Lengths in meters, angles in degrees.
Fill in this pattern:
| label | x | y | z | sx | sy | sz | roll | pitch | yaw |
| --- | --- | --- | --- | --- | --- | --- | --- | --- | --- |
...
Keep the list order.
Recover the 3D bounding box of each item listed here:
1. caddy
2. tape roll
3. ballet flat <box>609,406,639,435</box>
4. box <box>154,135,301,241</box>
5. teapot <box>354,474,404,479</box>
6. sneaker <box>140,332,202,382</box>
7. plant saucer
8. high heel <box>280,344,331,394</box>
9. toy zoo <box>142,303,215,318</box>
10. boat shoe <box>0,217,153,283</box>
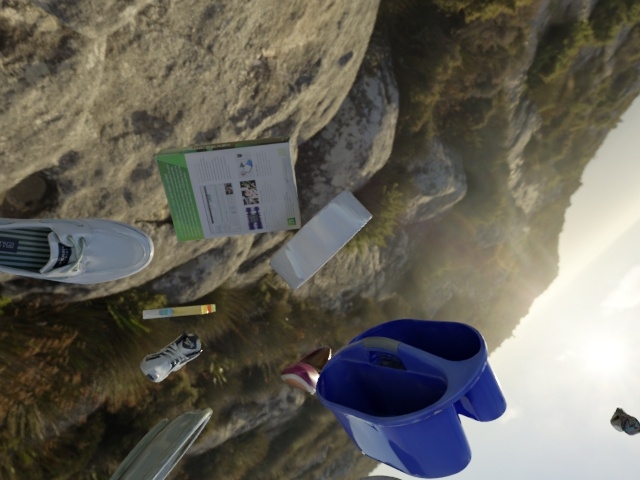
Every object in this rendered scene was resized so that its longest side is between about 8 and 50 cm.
| label | x | y | z | sx | sy | sz | roll | pitch | yaw |
| --- | --- | --- | --- | --- | --- | --- | --- | --- | --- |
| caddy | 0.141 | 0.242 | 0.811 | 0.241 | 0.179 | 0.341 | -36 | -166 | -31 |
| tape roll | 0.000 | 0.000 | 1.214 | 0.286 | 0.100 | 0.286 | -44 | 179 | -1 |
| ballet flat | 0.549 | 0.329 | 0.853 | 0.041 | 0.041 | 0.114 | -47 | 157 | 8 |
| box | -0.220 | -0.125 | 1.164 | 0.321 | 0.058 | 0.233 | -6 | 118 | -1 |
| teapot | 0.147 | 0.683 | 1.068 | 0.252 | 0.255 | 0.187 | -13 | 104 | -46 |
| sneaker | -0.456 | 0.354 | 1.483 | 0.153 | 0.094 | 0.235 | -43 | 166 | 3 |
| plant saucer | -0.464 | 0.607 | 1.286 | 0.400 | 0.100 | 0.400 | -52 | 174 | -8 |
| high heel | -0.017 | 0.260 | 0.998 | 0.117 | 0.082 | 0.244 | -65 | 160 | -18 |
| toy zoo | -0.484 | 0.244 | 1.618 | 0.192 | 0.030 | 0.293 | -4 | 174 | -4 |
| boat shoe | -0.306 | 0.016 | 0.542 | 0.226 | 0.075 | 0.083 | 1 | 98 | -32 |
